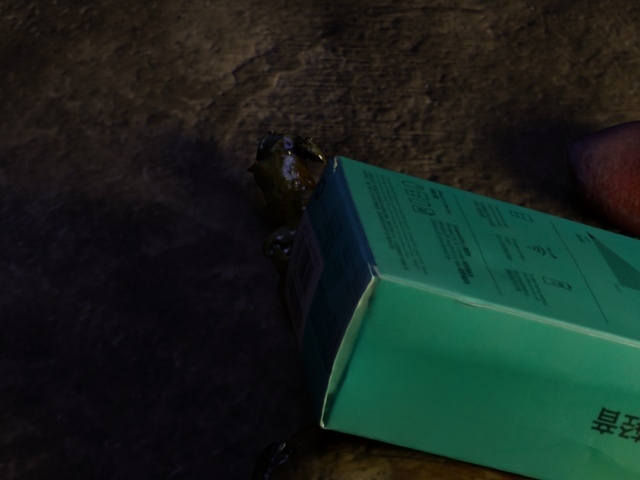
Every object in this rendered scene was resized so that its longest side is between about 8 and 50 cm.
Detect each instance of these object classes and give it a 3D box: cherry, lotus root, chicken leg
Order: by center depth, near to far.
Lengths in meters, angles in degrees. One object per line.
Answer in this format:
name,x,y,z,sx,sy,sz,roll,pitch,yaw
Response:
lotus root,0.078,0.190,1.268,0.260,0.128,0.145,12,35,4
chicken leg,0.000,0.000,1.460,0.103,0.088,0.228,-31,60,-13
cherry,0.265,-0.051,1.526,0.126,0.087,0.106,17,54,35

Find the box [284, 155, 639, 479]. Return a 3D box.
box,0.142,0.066,1.295,0.311,0.118,0.205,14,23,-15
